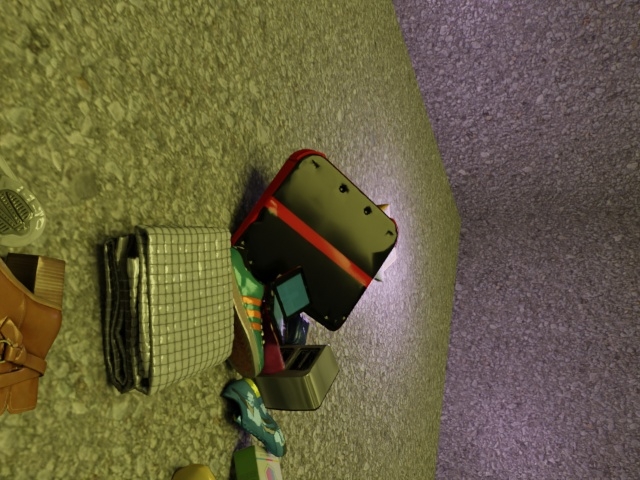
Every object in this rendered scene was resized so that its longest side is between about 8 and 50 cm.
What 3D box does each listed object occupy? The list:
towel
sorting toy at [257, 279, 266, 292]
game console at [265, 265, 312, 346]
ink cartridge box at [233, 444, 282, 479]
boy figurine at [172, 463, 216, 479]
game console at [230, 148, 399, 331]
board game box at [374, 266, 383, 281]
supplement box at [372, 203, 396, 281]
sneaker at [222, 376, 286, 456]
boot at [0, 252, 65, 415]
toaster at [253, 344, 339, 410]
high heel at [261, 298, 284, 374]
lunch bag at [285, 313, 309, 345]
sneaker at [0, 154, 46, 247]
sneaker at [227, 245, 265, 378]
[{"bbox_3d":[-0.277,0.111,0.963,0.235,0.121,0.283,-6,94,-62],"label":"towel"},{"bbox_3d":[-0.143,0.082,1.319,0.075,0.045,0.083,-50,130,-64],"label":"sorting toy"},{"bbox_3d":[-0.069,0.154,1.219,0.124,0.085,0.144,-93,171,-50],"label":"game console"},{"bbox_3d":[-0.129,0.578,1.177,0.109,0.062,0.209,45,24,-54],"label":"ink cartridge box"},{"bbox_3d":[-0.226,0.576,1.036,0.177,0.092,0.285,-40,122,-58],"label":"boy figurine"},{"bbox_3d":[0.000,0.000,1.319,0.386,0.060,0.342,39,82,-27],"label":"game console"},{"bbox_3d":[0.159,0.067,1.512,0.090,0.020,0.090,30,62,-59],"label":"board game box"},{"bbox_3d":[0.078,0.022,1.596,0.356,0.195,0.194,-31,115,-60],"label":"supplement box"},{"bbox_3d":[-0.154,0.416,1.193,0.082,0.069,0.209,-33,98,-42],"label":"sneaker"},{"bbox_3d":[-0.453,0.112,0.645,0.283,0.109,0.220,31,63,-67],"label":"boot"},{"bbox_3d":[-0.065,0.341,1.305,0.185,0.168,0.110,-47,126,-57],"label":"toaster"},{"bbox_3d":[-0.104,0.220,1.292,0.244,0.117,0.082,-62,140,-46],"label":"high heel"},{"bbox_3d":[-0.074,0.234,1.405,0.065,0.067,0.098,46,46,-54],"label":"lunch bag"},{"bbox_3d":[-0.450,-0.086,0.684,0.090,0.115,0.232,-33,98,-23],"label":"sneaker"},{"bbox_3d":[-0.166,0.156,1.170,0.121,0.108,0.302,-29,112,-48],"label":"sneaker"}]
